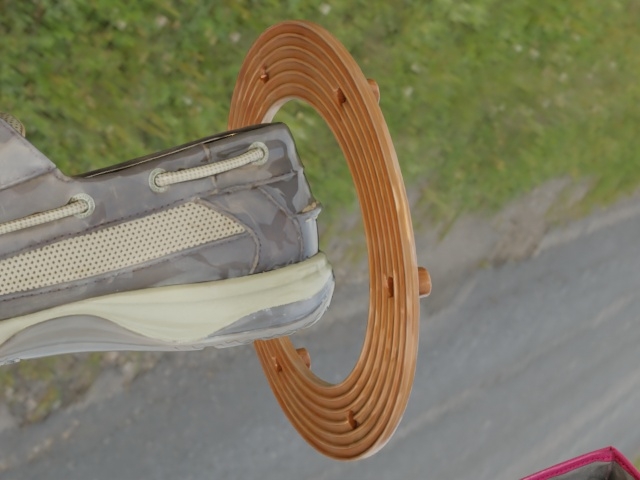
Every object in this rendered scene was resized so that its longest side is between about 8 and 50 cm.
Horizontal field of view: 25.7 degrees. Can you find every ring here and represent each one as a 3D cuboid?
[{"bbox_3d":[0.000,0.000,1.066,0.032,0.336,0.336,-8,140,-23],"label":"ring"}]

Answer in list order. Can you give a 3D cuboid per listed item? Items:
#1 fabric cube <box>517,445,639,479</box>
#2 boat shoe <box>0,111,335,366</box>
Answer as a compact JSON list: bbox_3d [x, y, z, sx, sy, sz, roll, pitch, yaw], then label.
[{"bbox_3d":[0.167,0.357,1.025,0.259,0.254,0.258,-17,132,-20],"label":"fabric cube"},{"bbox_3d":[-0.168,-0.002,0.713,0.356,0.132,0.130,-6,94,-23],"label":"boat shoe"}]
